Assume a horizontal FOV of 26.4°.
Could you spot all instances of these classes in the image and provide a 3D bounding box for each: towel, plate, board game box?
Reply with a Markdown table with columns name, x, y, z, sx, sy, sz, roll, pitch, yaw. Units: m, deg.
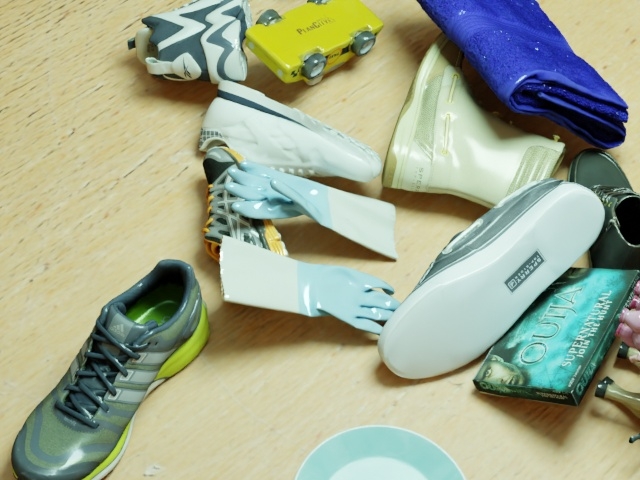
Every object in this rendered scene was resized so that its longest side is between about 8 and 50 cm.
| name | x | y | z | sx | sy | sz | roll | pitch | yaw |
| --- | --- | --- | --- | --- | --- | --- | --- | --- | --- |
| towel | 0.240 | -0.249 | 1.688 | 0.227 | 0.076 | 0.308 | 17 | 30 | -42 |
| plate | 0.062 | 0.274 | 1.389 | 0.188 | 0.024 | 0.188 | 2 | 53 | -3 |
| board game box | 0.261 | 0.100 | 1.496 | 0.126 | 0.026 | 0.186 | 3 | 43 | 40 |

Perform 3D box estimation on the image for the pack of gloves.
| name | x | y | z | sx | sy | sz | roll | pitch | yaw |
| --- | --- | --- | --- | --- | --- | --- | --- | --- | --- |
| pack of gloves | 0.000 | 0.000 | 1.523 | 0.232 | 0.046 | 0.195 | 15 | 50 | -26 |

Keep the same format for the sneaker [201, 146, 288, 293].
| name | x | y | z | sx | sy | sz | roll | pitch | yaw |
| --- | --- | --- | --- | --- | --- | --- | --- | --- | --- |
| sneaker | -0.101 | -0.021 | 1.571 | 0.083 | 0.084 | 0.215 | -18 | 56 | -11 |

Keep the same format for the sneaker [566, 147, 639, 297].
| name | x | y | z | sx | sy | sz | roll | pitch | yaw |
| --- | --- | --- | --- | --- | --- | --- | --- | --- | --- |
| sneaker | 0.348 | -0.045 | 1.594 | 0.083 | 0.118 | 0.222 | -3 | 52 | -6 |

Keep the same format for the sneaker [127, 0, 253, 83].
| name | x | y | z | sx | sy | sz | roll | pitch | yaw |
| --- | --- | --- | --- | --- | --- | --- | --- | --- | --- |
| sneaker | -0.169 | -0.277 | 1.754 | 0.153 | 0.094 | 0.235 | -4 | 45 | 4 |

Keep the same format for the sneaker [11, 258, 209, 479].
| name | x | y | z | sx | sy | sz | roll | pitch | yaw |
| --- | --- | --- | --- | --- | --- | --- | --- | --- | --- |
| sneaker | -0.221 | 0.131 | 1.419 | 0.111 | 0.121 | 0.300 | 24 | 55 | 15 |

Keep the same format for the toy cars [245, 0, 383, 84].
| name | x | y | z | sx | sy | sz | roll | pitch | yaw |
| --- | --- | --- | --- | --- | --- | --- | --- | --- | --- |
| toy cars | -0.008 | -0.325 | 1.812 | 0.176 | 0.087 | 0.393 | 15 | 48 | -11 |

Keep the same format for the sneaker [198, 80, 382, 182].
| name | x | y | z | sx | sy | sz | roll | pitch | yaw |
| --- | --- | --- | --- | --- | --- | --- | --- | --- | --- |
| sneaker | -0.036 | -0.110 | 1.642 | 0.235 | 0.090 | 0.095 | 25 | 91 | 22 |

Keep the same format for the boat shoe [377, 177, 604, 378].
| name | x | y | z | sx | sy | sz | roll | pitch | yaw |
| --- | --- | --- | --- | --- | --- | --- | --- | --- | --- |
| boat shoe | 0.176 | 0.034 | 1.526 | 0.301 | 0.108 | 0.102 | -42 | 29 | -7 |

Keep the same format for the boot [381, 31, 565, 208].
| name | x | y | z | sx | sy | sz | roll | pitch | yaw |
| --- | --- | --- | --- | --- | --- | --- | --- | --- | --- |
| boot | 0.203 | -0.142 | 1.676 | 0.203 | 0.095 | 0.262 | 17 | 50 | 7 |

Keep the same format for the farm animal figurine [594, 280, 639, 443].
| name | x | y | z | sx | sy | sz | roll | pitch | yaw |
| --- | --- | --- | --- | --- | --- | --- | --- | --- | --- |
| farm animal figurine | 0.451 | 0.043 | 1.477 | 0.172 | 0.330 | 0.327 | 25 | 26 | 18 |
